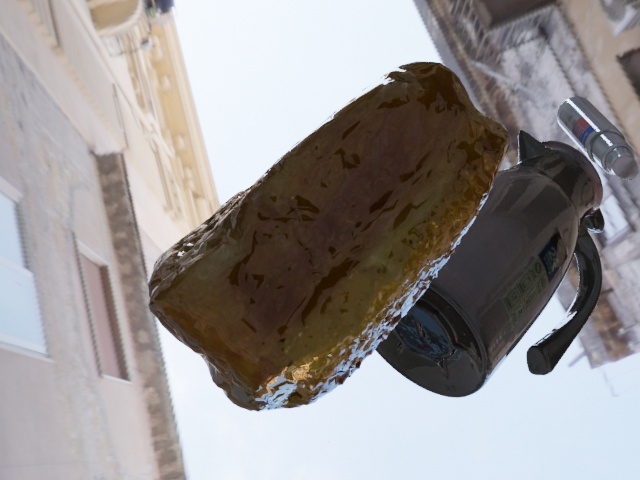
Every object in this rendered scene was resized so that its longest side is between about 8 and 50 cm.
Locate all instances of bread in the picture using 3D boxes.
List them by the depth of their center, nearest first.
[{"bbox_3d":[-0.001,-0.001,0.442,0.139,0.271,0.077,-43,-88,-7],"label":"bread"}]

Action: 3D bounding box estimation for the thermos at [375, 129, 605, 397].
[{"bbox_3d":[0.129,0.018,0.710,0.193,0.105,0.137,-42,-81,-34],"label":"thermos"}]

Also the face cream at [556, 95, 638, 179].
[{"bbox_3d":[0.234,-0.085,0.878,0.034,0.130,0.034,-3,-63,-6],"label":"face cream"}]
